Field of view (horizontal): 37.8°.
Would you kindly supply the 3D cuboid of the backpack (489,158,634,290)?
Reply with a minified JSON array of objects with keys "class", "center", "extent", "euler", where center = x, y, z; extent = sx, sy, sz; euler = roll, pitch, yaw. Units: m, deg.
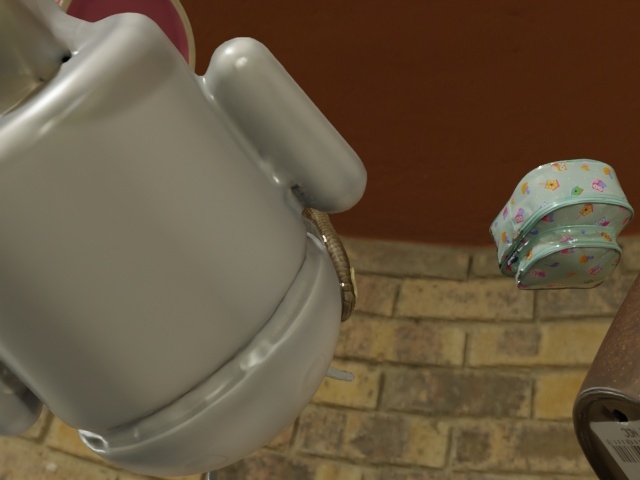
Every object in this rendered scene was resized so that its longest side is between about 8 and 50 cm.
[{"class":"backpack","center":[0.339,-0.019,1.298],"extent":[0.165,0.144,0.188],"euler":[1,-42,-12]}]

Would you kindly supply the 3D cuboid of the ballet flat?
[{"class":"ballet flat","center":[0.000,0.000,1.007],"extent":[0.058,0.250,0.084],"euler":[1,-60,-20]}]

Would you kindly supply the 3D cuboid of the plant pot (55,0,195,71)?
[{"class":"plant pot","center":[-0.206,-0.150,0.767],"extent":[0.180,0.201,0.201],"euler":[4,-35,46]}]

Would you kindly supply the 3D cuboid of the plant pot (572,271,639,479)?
[{"class":"plant pot","center":[0.235,0.042,0.434],"extent":[0.215,0.230,0.215],"euler":[47,-20,23]}]

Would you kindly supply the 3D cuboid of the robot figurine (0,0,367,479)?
[{"class":"robot figurine","center":[-0.120,0.004,0.581],"extent":[0.300,0.200,0.353],"euler":[-33,-66,8]}]
